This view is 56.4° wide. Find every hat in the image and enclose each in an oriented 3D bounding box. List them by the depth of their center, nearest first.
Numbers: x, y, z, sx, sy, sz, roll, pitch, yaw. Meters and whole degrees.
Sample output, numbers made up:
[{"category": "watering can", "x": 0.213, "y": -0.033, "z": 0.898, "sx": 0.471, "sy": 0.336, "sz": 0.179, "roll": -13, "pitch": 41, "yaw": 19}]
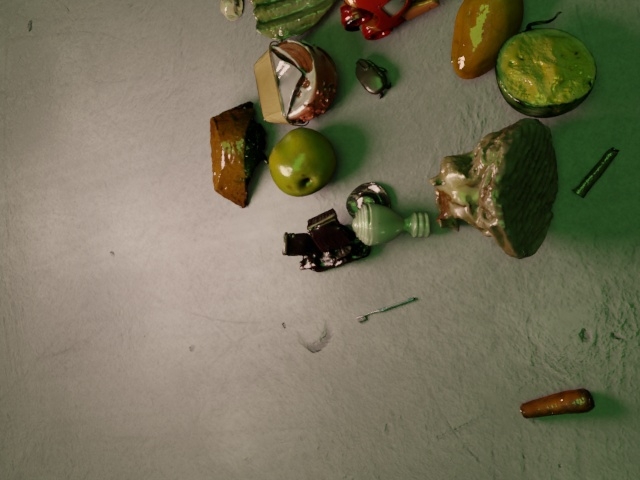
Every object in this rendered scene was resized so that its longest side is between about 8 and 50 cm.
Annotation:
[{"category": "hat", "x": 0.117, "y": -0.094, "z": 1.524, "sx": 0.121, "sy": 0.050, "sz": 0.121, "roll": 1, "pitch": 93, "yaw": 23}]

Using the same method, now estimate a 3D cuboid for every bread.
[{"category": "bread", "x": -0.061, "y": -0.409, "z": 1.542, "sx": 0.211, "sy": 0.142, "sz": 0.225, "roll": -13, "pitch": 88, "yaw": 35}]

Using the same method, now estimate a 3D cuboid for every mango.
[{"category": "mango", "x": 0.376, "y": -0.485, "z": 1.385, "sx": 0.147, "sy": 0.109, "sz": 0.227, "roll": 27, "pitch": 102, "yaw": -7}]

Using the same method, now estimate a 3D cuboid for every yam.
[{"category": "yam", "x": 0.621, "y": -0.157, "z": 1.345, "sx": 0.033, "sy": 0.027, "sz": 0.129, "roll": 37, "pitch": 103, "yaw": 14}]

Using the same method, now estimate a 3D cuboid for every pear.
[{"category": "pear", "x": -0.055, "y": -0.215, "z": 1.538, "sx": 0.180, "sy": 0.166, "sz": 0.216, "roll": -46, "pitch": 46, "yaw": 28}]

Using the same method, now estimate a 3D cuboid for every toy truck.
[{"category": "toy truck", "x": 0.165, "y": -0.602, "z": 1.386, "sx": 0.239, "sy": 0.264, "sz": 0.189, "roll": -16, "pitch": 88, "yaw": 31}]

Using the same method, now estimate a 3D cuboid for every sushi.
[{"category": "sushi", "x": -0.217, "y": -0.233, "z": 1.606, "sx": 0.149, "sy": 0.140, "sz": 0.287, "roll": -5, "pitch": 90, "yaw": 58}]

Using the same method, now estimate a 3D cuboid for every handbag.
[{"category": "handbag", "x": 0.128, "y": -0.417, "z": 1.510, "sx": 0.072, "sy": 0.047, "sz": 0.111, "roll": -44, "pitch": 77, "yaw": 22}]

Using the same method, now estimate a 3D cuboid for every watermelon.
[{"category": "watermelon", "x": 0.491, "y": -0.365, "z": 1.330, "sx": 0.204, "sy": 0.127, "sz": 0.232, "roll": -22, "pitch": 65, "yaw": 1}]

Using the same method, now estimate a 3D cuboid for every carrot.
[{"category": "carrot", "x": 0.547, "y": 0.380, "z": 1.381, "sx": 0.161, "sy": 0.055, "sz": 0.055, "roll": -19, "pitch": 85, "yaw": 27}]

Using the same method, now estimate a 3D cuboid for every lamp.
[{"category": "lamp", "x": 0.171, "y": -0.040, "z": 1.463, "sx": 0.192, "sy": 0.106, "sz": 0.106, "roll": -1, "pitch": 92, "yaw": -7}]

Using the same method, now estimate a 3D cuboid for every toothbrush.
[{"category": "toothbrush", "x": 0.166, "y": 0.178, "z": 1.536, "sx": 0.167, "sy": 0.011, "sz": 0.014, "roll": -23, "pitch": 89, "yaw": 20}]

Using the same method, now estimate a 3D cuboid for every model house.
[{"category": "model house", "x": -0.001, "y": 0.011, "z": 1.515, "sx": 0.203, "sy": 0.164, "sz": 0.141, "roll": -27, "pitch": 77, "yaw": 21}]

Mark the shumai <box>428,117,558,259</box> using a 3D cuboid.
[{"category": "shumai", "x": 0.381, "y": -0.128, "z": 1.372, "sx": 0.262, "sy": 0.267, "sz": 0.314, "roll": 8, "pitch": 74, "yaw": 47}]

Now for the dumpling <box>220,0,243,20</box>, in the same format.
[{"category": "dumpling", "x": -0.247, "y": -0.651, "z": 1.652, "sx": 0.076, "sy": 0.057, "sz": 0.052, "roll": 62, "pitch": 150, "yaw": 32}]

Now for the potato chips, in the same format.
[{"category": "potato chips", "x": -0.087, "y": -0.743, "z": 1.545, "sx": 0.389, "sy": 0.097, "sz": 0.373, "roll": -45, "pitch": 77, "yaw": 10}]
